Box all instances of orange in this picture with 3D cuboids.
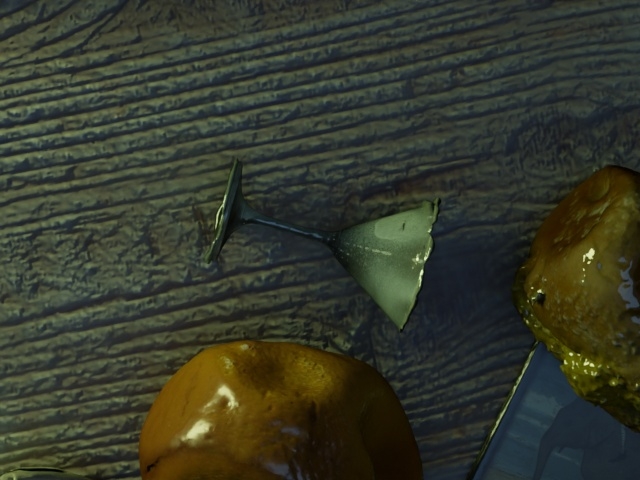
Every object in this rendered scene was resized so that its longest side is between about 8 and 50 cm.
[{"bbox_3d":[-0.033,0.185,1.677,0.249,0.183,0.249,16,140,14],"label":"orange"}]

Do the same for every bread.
[{"bbox_3d":[0.284,0.074,1.658,0.246,0.195,0.176,42,90,-8],"label":"bread"}]

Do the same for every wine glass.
[{"bbox_3d":[0.000,0.000,1.686,0.183,0.122,0.122,14,98,-3],"label":"wine glass"}]

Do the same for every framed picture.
[{"bbox_3d":[0.303,0.149,1.777,0.265,0.016,0.347,26,96,-7],"label":"framed picture"}]

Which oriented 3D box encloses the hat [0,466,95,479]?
[{"bbox_3d":[-0.275,0.292,1.733,0.226,0.164,0.219,-1,102,36],"label":"hat"}]
